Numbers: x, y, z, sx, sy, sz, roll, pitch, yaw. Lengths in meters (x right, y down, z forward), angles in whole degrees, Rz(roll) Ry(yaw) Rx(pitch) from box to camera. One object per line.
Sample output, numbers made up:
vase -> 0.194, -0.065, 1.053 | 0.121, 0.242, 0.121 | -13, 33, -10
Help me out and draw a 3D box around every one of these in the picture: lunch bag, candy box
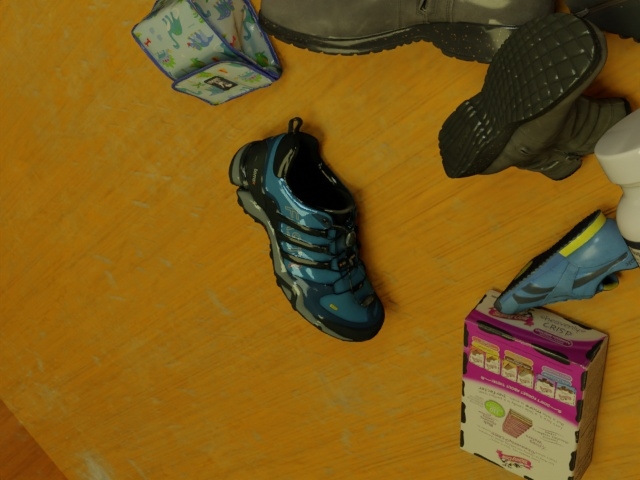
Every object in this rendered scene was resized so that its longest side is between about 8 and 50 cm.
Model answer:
lunch bag -> -0.134, -0.237, 1.348 | 0.129, 0.096, 0.151 | -13, 127, 45
candy box -> 0.258, 0.190, 1.357 | 0.159, 0.071, 0.233 | 22, 135, 28

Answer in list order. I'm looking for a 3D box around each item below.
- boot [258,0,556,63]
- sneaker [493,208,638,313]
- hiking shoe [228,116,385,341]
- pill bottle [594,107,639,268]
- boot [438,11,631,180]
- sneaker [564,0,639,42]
boot -> 0.079, -0.302, 1.088 | 0.338, 0.118, 0.222 | 7, 124, 26
sneaker -> 0.271, 0.046, 1.225 | 0.082, 0.069, 0.209 | 44, 142, -1
hiking shoe -> 0.000, 0.000, 1.402 | 0.132, 0.113, 0.304 | -19, 108, 50
pill bottle -> 0.370, -0.002, 1.022 | 0.153, 0.153, 0.264 | -16, 110, 49
boot -> 0.233, -0.133, 1.052 | 0.246, 0.161, 0.083 | 134, 128, -57
sneaker -> 0.322, -0.195, 0.979 | 0.222, 0.083, 0.118 | 42, 161, -4
